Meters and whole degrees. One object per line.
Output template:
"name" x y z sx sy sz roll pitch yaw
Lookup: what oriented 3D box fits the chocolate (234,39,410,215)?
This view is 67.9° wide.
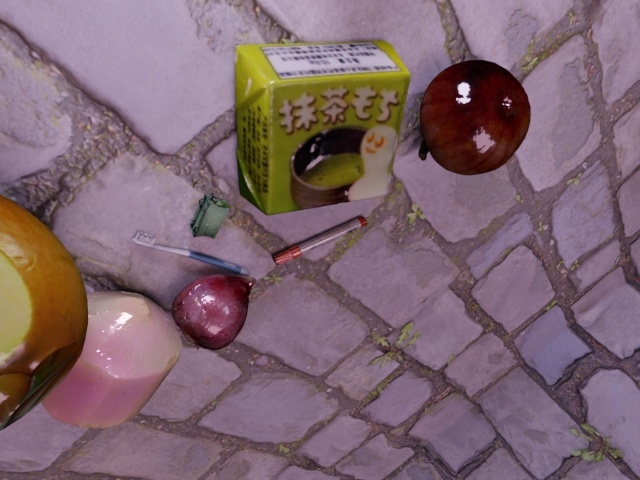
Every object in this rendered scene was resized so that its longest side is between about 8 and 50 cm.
"chocolate" 0.004 -0.200 0.874 0.301 0.137 0.288 -12 130 -22

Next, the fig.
"fig" 0.309 -0.252 0.979 0.235 0.214 0.234 -3 105 -11

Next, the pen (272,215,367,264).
"pen" 0.000 0.000 1.111 0.239 0.028 0.028 -24 134 -12

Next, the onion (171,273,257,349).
"onion" -0.217 0.139 1.021 0.195 0.159 0.159 -43 139 -26

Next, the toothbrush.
"toothbrush" -0.257 0.032 0.993 0.276 0.019 0.025 22 104 -40

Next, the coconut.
"coconut" -0.401 0.212 0.923 0.233 0.233 0.245 20 114 -40

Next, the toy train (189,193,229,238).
"toy train" -0.220 -0.045 0.939 0.056 0.038 0.093 12 118 -39

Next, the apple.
"apple" -0.519 0.103 0.627 0.374 0.374 0.384 -50 173 14
